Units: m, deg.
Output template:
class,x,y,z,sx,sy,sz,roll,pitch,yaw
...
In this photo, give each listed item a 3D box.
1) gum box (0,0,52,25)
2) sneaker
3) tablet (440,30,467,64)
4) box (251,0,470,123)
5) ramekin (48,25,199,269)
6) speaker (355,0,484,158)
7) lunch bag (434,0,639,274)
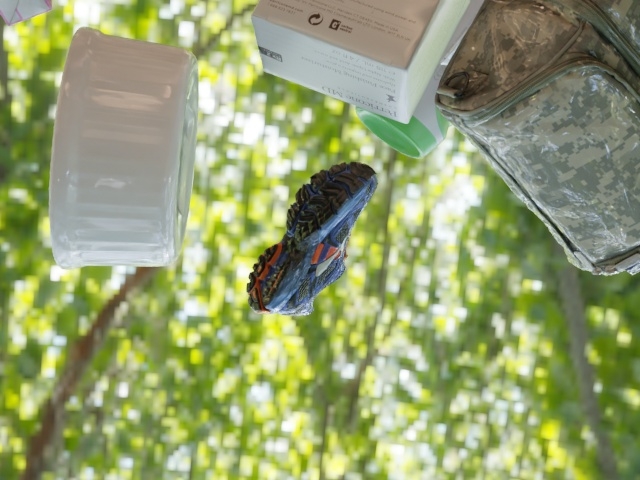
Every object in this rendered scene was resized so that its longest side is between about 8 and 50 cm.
class,x,y,z,sx,sy,sz,roll,pitch,yaw
gum box,-0.393,-0.368,2.091,0.062,0.188,0.107,-19,-137,9
sneaker,0.000,0.000,2.054,0.087,0.221,0.083,22,-157,-39
tablet,0.181,-0.223,2.036,0.083,0.054,0.006,1,-132,-49
box,0.048,-0.251,1.843,0.181,0.182,0.119,21,159,15
ramekin,-0.217,-0.099,1.959,0.135,0.277,0.277,6,-161,1
speaker,0.171,-0.252,2.198,0.131,0.296,0.131,35,171,6
lunch bag,0.284,-0.138,1.784,0.305,0.256,0.212,44,177,-32
